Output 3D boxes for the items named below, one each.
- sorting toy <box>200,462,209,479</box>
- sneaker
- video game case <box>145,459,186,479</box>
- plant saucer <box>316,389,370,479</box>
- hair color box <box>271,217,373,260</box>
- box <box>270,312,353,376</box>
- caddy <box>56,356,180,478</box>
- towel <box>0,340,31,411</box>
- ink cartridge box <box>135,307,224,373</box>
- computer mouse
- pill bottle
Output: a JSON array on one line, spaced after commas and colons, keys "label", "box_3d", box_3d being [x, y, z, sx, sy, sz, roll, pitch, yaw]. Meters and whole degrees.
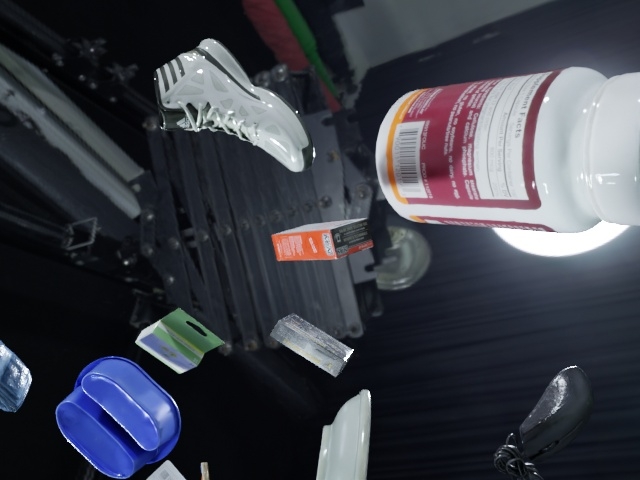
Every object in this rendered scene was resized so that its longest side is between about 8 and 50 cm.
[{"label": "sorting toy", "box_3d": [-0.303, 0.627, 1.542, 0.062, 0.012, 0.083, 88, 172, -69]}, {"label": "sneaker", "box_3d": [-0.237, -0.281, 1.427, 0.257, 0.169, 0.447, -38, -107, -26]}, {"label": "video game case", "box_3d": [-0.266, 0.474, 0.922, 0.193, 0.212, 0.023, -41, -54, -24]}, {"label": "plant saucer", "box_3d": [0.042, 0.539, 1.343, 0.400, 0.100, 0.400, 8, -90, -87]}, {"label": "hair color box", "box_3d": [0.000, 0.000, 0.838, 0.072, 0.141, 0.043, -17, -83, -36]}, {"label": "box", "box_3d": [-0.021, 0.311, 1.777, 0.056, 0.231, 0.183, -61, -9, 6]}, {"label": "caddy", "box_3d": [-0.556, 0.488, 1.643, 0.341, 0.241, 0.179, 44, -173, 2]}, {"label": "towel", "box_3d": [-0.402, 0.150, 0.717, 0.067, 0.029, 0.119, -98, -17, -57]}, {"label": "ink cartridge box", "box_3d": [-0.407, 0.294, 1.689, 0.171, 0.235, 0.056, 42, -132, -18]}, {"label": "computer mouse", "box_3d": [0.475, 0.382, 1.183, 0.272, 0.072, 0.188, -52, -55, -10]}, {"label": "pill bottle", "box_3d": [0.292, -0.126, 0.847, 0.224, 0.392, 0.224, -6, -81, -41]}]
